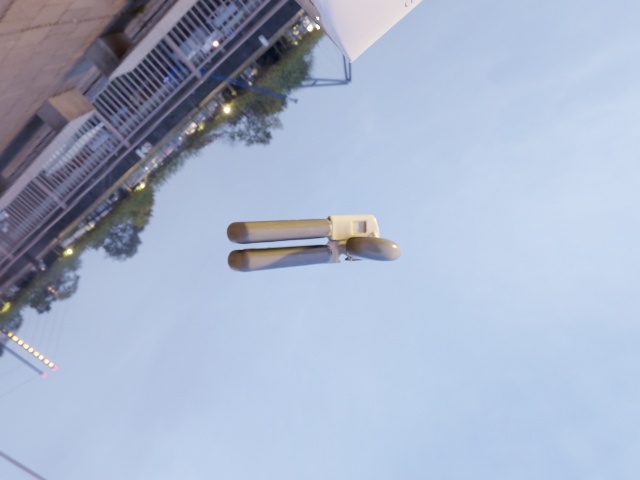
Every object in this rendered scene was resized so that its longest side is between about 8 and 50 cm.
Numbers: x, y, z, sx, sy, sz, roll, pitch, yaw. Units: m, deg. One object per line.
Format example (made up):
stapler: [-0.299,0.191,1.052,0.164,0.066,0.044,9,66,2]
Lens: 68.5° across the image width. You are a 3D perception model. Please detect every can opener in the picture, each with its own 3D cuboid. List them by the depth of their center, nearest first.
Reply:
can opener: [0.000,0.000,0.679,0.280,0.074,0.093,-3,-177,-37]

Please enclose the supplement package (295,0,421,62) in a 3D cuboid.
supplement package: [0.003,-0.324,0.373,0.177,0.175,0.293,-39,161,11]
